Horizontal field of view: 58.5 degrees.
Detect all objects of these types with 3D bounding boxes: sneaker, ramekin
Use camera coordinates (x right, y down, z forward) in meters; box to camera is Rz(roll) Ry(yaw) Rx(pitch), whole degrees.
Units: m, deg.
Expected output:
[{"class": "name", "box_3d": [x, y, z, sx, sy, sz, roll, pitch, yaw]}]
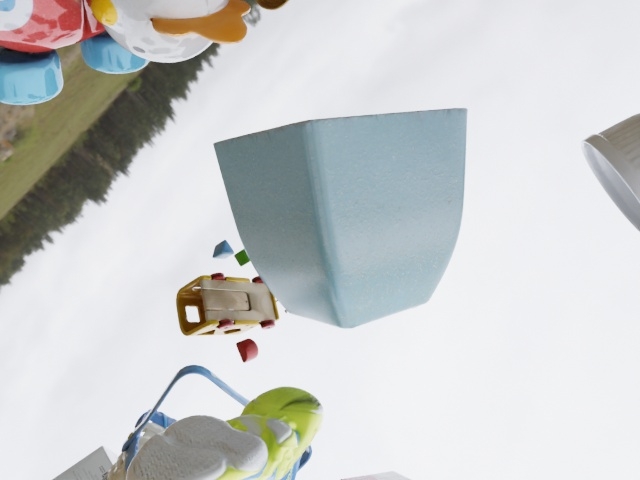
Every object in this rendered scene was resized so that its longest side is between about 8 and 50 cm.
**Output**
[{"class": "sneaker", "box_3d": [-0.081, 0.229, 0.549, 0.091, 0.240, 0.126, 20, -76, 35]}, {"class": "ramekin", "box_3d": [0.529, -0.107, 0.920, 0.109, 0.207, 0.207, -34, -155, 16]}]

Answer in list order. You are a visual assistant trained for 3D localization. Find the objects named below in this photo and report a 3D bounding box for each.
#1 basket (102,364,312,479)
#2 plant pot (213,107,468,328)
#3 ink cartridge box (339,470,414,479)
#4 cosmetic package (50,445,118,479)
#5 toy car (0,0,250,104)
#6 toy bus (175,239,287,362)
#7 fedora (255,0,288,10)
[{"class": "basket", "box_3d": [-0.187, 0.359, 0.885, 0.289, 0.255, 0.201, -51, -163, 2]}, {"class": "plant pot", "box_3d": [0.033, -0.027, 0.756, 0.247, 0.252, 0.248, -12, -171, -33]}, {"class": "ink cartridge box", "box_3d": [0.175, 0.489, 0.927, 0.273, 0.197, 0.114, 11, -97, 38]}, {"class": "cosmetic package", "box_3d": [-0.452, 0.527, 1.146, 0.151, 0.151, 0.183, -33, 165, -22]}, {"class": "toy car", "box_3d": [-0.173, -0.214, 0.485, 0.238, 0.219, 0.210, 30, -136, 23]}, {"class": "toy bus", "box_3d": [-0.163, 0.123, 1.042, 0.104, 0.202, 0.191, -29, -160, 35]}, {"class": "fedora", "box_3d": [-0.063, -0.312, 0.517, 0.079, 0.194, 0.194, -7, -168, -27]}]
